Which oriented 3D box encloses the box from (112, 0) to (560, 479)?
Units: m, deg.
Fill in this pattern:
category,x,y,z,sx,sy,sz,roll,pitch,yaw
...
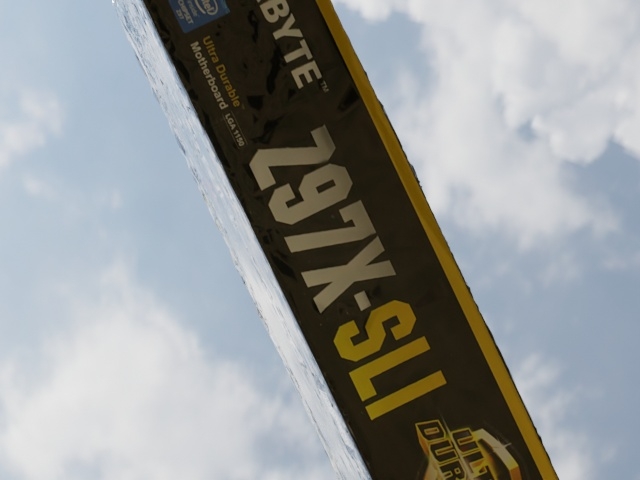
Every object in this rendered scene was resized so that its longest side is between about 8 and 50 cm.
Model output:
category,x,y,z,sx,sy,sz,roll,pitch,yaw
box,0.000,0.000,0.887,0.079,0.257,0.322,-26,-88,-4
